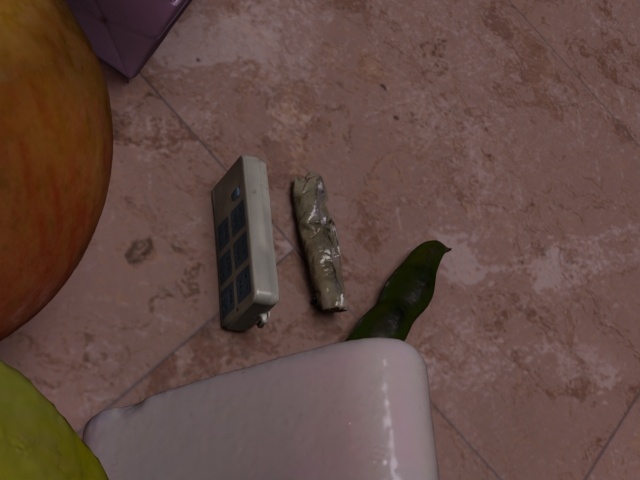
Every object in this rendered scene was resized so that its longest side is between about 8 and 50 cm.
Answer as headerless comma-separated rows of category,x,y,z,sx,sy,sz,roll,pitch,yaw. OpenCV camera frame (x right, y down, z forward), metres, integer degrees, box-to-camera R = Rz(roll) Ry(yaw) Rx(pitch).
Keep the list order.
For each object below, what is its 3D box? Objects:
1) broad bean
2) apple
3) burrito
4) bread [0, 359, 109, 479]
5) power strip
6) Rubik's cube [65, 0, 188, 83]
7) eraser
broad bean,0.075,0.090,1.233,0.060,0.043,0.297,39,48,6
apple,-0.338,-0.082,0.859,0.363,0.364,0.364,17,54,-25
burrito,0.000,0.000,1.240,0.045,0.041,0.186,0,60,-24
bread,-0.296,0.244,0.698,0.348,0.348,0.308,31,42,-14
power strip,-0.079,0.002,1.156,0.035,0.081,0.192,8,58,-28
Rubik's cube,-0.210,-0.343,1.152,0.231,0.221,0.225,34,68,-12
eraser,-0.058,0.216,0.950,0.331,0.331,0.150,11,55,-28
